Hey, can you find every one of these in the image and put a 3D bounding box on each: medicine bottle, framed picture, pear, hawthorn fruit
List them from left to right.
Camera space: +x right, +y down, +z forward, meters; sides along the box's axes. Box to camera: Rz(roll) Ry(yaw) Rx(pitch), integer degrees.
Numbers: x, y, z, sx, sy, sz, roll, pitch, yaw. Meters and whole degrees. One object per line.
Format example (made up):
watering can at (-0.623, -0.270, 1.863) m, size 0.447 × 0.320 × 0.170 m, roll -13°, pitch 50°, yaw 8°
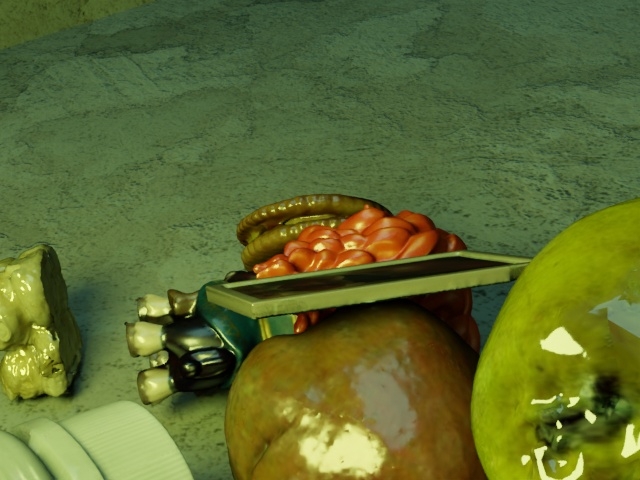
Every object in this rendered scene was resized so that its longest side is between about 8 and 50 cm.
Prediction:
medicine bottle at (-0.275, 0.285, 1.062) m, size 0.306 × 0.245 × 0.245 m, roll -19°, pitch 31°, yaw -34°
framed picture at (0.051, 0.040, 1.153) m, size 0.290 × 0.020 × 0.211 m, roll -7°, pitch 4°, yaw -16°
hawthorn fruit at (0.063, 0.206, 1.115) m, size 0.268 × 0.267 × 0.301 m, roll -19°, pitch 47°, yaw -20°
pear at (0.302, 0.134, 0.967) m, size 0.414 × 0.351 × 0.352 m, roll 0°, pitch 21°, yaw -34°

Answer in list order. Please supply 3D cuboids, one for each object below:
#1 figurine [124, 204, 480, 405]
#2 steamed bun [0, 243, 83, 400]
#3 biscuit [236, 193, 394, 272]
figurine at (-0.028, 0.094, 1.406) m, size 0.412 × 0.241 × 0.306 m, roll -11°, pitch -4°, yaw 31°
steamed bun at (-0.369, 0.096, 1.494) m, size 0.106 × 0.177 × 0.192 m, roll -11°, pitch 24°, yaw 0°
biscuit at (0.000, 0.000, 1.573) m, size 0.221 × 0.220 × 0.066 m, roll -6°, pitch 71°, yaw 1°
